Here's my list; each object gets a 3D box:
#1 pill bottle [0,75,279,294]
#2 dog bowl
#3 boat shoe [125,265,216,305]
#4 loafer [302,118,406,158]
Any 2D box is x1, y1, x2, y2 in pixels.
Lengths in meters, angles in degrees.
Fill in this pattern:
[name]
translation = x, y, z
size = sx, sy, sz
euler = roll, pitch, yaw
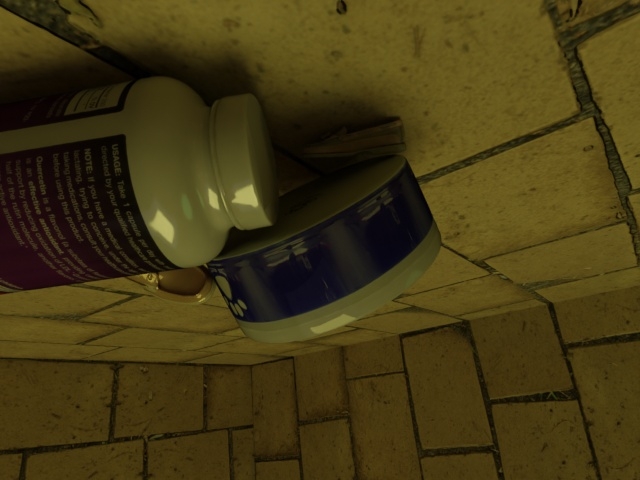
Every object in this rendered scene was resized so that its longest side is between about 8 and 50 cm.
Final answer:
[pill bottle]
translation = -0.211, -0.052, 0.439
size = 0.322, 0.182, 0.181
euler = -8, 159, 5
[dog bowl]
translation = 0.000, 0.000, 0.540
size = 0.264, 0.104, 0.265
euler = -25, -165, 7
[boat shoe]
translation = -0.207, 0.028, 0.535
size = 0.170, 0.063, 0.059
euler = 19, 164, 13
[loafer]
translation = 0.039, -0.121, 0.541
size = 0.125, 0.039, 0.045
euler = -4, -167, 2
